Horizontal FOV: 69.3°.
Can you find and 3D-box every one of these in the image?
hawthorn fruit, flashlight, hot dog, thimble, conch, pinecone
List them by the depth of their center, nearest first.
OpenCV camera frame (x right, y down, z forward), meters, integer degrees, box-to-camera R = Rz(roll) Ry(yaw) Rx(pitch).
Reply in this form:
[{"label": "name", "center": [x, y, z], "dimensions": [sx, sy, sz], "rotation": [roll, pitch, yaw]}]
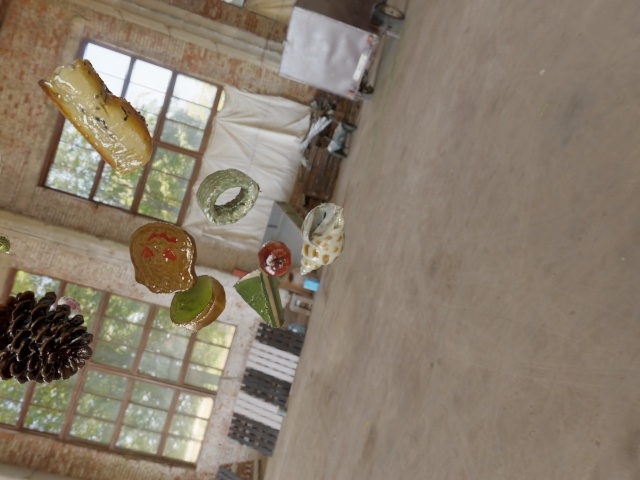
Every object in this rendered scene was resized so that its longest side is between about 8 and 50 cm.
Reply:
[{"label": "thimble", "center": [-0.161, -0.080, 0.820], "dimensions": [0.062, 0.109, 0.085], "rotation": [45, 156, 49]}, {"label": "pinecone", "center": [-0.729, 0.262, 1.222], "dimensions": [0.246, 0.291, 0.247], "rotation": [15, -90, -72]}, {"label": "hot dog", "center": [-0.689, -0.389, 1.480], "dimensions": [0.196, 0.366, 0.367], "rotation": [-38, 31, -15]}, {"label": "flashlight", "center": [-0.942, 0.267, 1.684], "dimensions": [0.047, 0.093, 0.200], "rotation": [-40, 13, 13]}, {"label": "conch", "center": [0.000, 0.000, 1.712], "dimensions": [0.275, 0.182, 0.148], "rotation": [-67, 14, -12]}, {"label": "hawthorn fruit", "center": [-0.194, 0.081, 2.029], "dimensions": [0.194, 0.156, 0.157], "rotation": [-153, 80, -71]}]

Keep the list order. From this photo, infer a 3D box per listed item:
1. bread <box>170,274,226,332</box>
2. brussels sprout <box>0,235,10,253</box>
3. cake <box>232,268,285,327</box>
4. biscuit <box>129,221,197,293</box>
[{"label": "bread", "center": [-0.460, 0.233, 1.733], "dimensions": [0.235, 0.070, 0.236], "rotation": [-20, 43, 21]}, {"label": "brussels sprout", "center": [-1.206, 0.009, 1.741], "dimensions": [0.085, 0.085, 0.058], "rotation": [133, 153, -72]}, {"label": "cake", "center": [-0.241, 0.254, 2.165], "dimensions": [0.172, 0.283, 0.158], "rotation": [-51, -19, 19]}, {"label": "biscuit", "center": [-0.557, 0.063, 1.627], "dimensions": [0.049, 0.272, 0.258], "rotation": [-14, -76, -68]}]
